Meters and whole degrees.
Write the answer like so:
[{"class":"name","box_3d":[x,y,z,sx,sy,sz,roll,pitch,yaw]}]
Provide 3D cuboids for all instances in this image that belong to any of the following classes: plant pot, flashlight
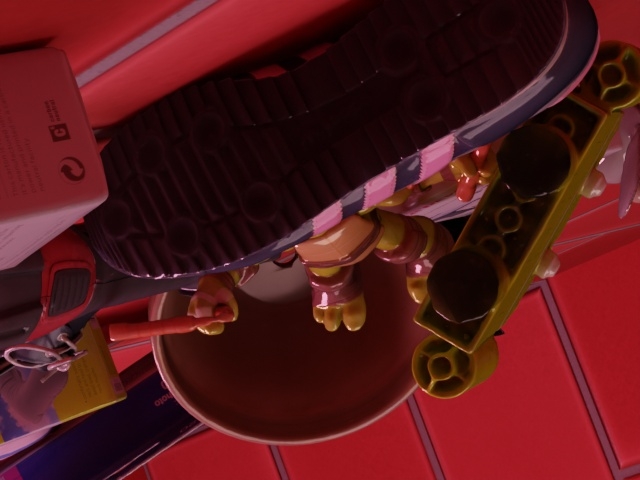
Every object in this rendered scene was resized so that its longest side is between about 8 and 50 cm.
[{"class":"plant pot","box_3d":[-0.021,0.037,1.480,0.237,0.237,0.110,-21,-146,4]},{"class":"flashlight","box_3d":[-0.150,0.007,1.196,0.103,0.103,0.304,-30,174,29]}]

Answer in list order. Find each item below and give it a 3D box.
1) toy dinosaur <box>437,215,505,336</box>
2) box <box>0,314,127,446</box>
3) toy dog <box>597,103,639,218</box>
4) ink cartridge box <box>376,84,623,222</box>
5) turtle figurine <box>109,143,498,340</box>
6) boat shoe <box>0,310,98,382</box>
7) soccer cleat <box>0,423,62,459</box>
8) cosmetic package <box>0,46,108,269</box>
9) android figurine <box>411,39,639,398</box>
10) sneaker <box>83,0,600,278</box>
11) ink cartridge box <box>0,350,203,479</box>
[{"class":"toy dinosaur","box_3d":[0.094,0.004,1.650,0.322,0.164,0.218,-43,-173,6]},{"class":"box","box_3d":[-0.265,0.114,1.570,0.178,0.109,0.042,-21,176,7]},{"class":"toy dog","box_3d":[0.329,-0.089,1.475,0.220,0.161,0.334,-20,171,-5]},{"class":"ink cartridge box","box_3d":[0.105,-0.068,1.363,0.190,0.082,0.139,-14,171,-47]},{"class":"turtle figurine","box_3d":[0.000,0.000,1.208,0.269,0.087,0.217,-32,158,6]},{"class":"boat shoe","box_3d":[-0.232,0.073,1.478,0.254,0.079,0.095,-22,172,14]},{"class":"soccer cleat","box_3d":[-0.409,0.201,1.867,0.331,0.116,0.143,-30,161,25]},{"class":"cosmetic package","box_3d":[-0.226,-0.016,0.838,0.231,0.085,0.117,-13,169,-37]},{"class":"android figurine","box_3d":[0.133,-0.016,1.182,0.248,0.056,0.273,-61,169,8]},{"class":"sneaker","box_3d":[0.017,-0.059,1.066,0.319,0.112,0.131,-22,170,24]},{"class":"ink cartridge box","box_3d":[-0.207,0.185,1.918,0.324,0.071,0.330,-34,-177,0]}]
